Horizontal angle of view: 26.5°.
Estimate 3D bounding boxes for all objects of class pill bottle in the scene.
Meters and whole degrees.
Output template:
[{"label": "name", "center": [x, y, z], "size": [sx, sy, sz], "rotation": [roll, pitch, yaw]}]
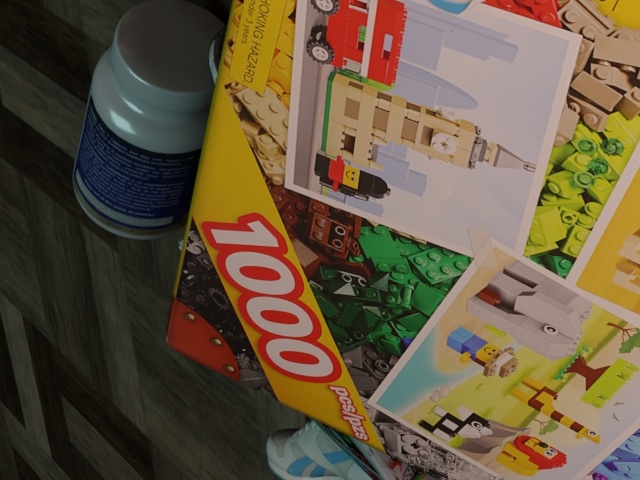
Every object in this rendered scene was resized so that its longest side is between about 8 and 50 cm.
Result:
[{"label": "pill bottle", "center": [-0.177, -0.128, 1.461], "size": [0.153, 0.153, 0.265], "rotation": [56, 150, 19]}]

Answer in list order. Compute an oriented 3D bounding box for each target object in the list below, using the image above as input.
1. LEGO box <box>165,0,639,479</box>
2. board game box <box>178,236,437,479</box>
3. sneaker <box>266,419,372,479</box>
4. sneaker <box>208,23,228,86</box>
[{"label": "LEGO box", "center": [0.140, -0.061, 0.782], "size": [0.372, 0.193, 0.500], "rotation": [25, 141, 6]}, {"label": "board game box", "center": [-0.013, 0.111, 1.288], "size": [0.305, 0.053, 0.193], "rotation": [37, 162, 52]}, {"label": "sneaker", "center": [0.020, 0.218, 1.468], "size": [0.228, 0.087, 0.092], "rotation": [-1, 103, 52]}, {"label": "sneaker", "center": [0.000, -0.139, 1.243], "size": [0.162, 0.106, 0.281], "rotation": [-47, 48, 28]}]
